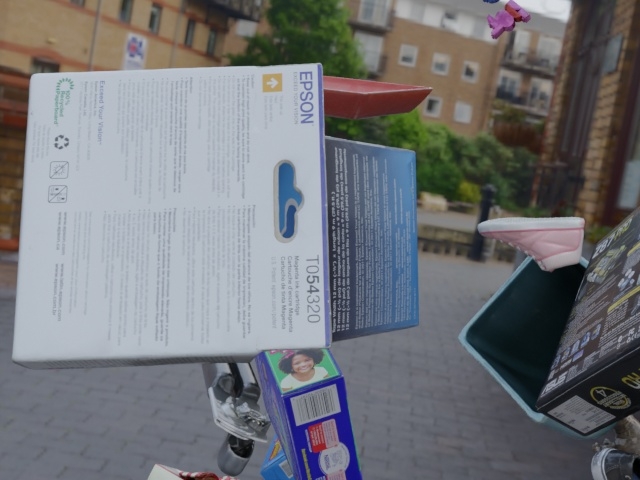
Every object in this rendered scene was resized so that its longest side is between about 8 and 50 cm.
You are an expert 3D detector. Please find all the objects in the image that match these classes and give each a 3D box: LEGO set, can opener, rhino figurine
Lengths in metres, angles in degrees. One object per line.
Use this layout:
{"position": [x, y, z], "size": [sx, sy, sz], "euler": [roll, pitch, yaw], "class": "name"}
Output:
{"position": [0.254, -0.445, 1.592], "size": [0.227, 0.093, 0.087], "euler": [48, 7, 23], "class": "LEGO set"}
{"position": [-0.129, 0.222, 1.216], "size": [0.076, 0.095, 0.283], "euler": [25, 5, -16], "class": "can opener"}
{"position": [0.577, 0.389, 1.694], "size": [0.106, 0.243, 0.073], "euler": [-18, 8, 44], "class": "rhino figurine"}

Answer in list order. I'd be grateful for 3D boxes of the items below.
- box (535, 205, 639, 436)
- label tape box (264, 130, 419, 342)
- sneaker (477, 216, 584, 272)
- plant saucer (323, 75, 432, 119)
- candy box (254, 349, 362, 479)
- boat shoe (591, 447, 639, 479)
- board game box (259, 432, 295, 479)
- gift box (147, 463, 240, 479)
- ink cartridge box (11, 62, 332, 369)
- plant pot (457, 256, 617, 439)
{"position": [0.446, 0.053, 1.161], "size": [0.097, 0.318, 0.395], "euler": [28, -32, -1], "class": "box"}
{"position": [0.000, 0.000, 1.145], "size": [0.115, 0.249, 0.347], "euler": [-1, 0, 35], "class": "label tape box"}
{"position": [0.264, 0.006, 1.131], "size": [0.134, 0.070, 0.051], "euler": [0, 11, 26], "class": "sneaker"}
{"position": [0.018, -0.238, 1.477], "size": [0.258, 0.048, 0.259], "euler": [12, 15, 28], "class": "plant saucer"}
{"position": [-0.036, 0.283, 1.664], "size": [0.122, 0.268, 0.317], "euler": [-16, 30, -11], "class": "candy box"}
{"position": [0.478, 0.380, 1.282], "size": [0.076, 0.229, 0.080], "euler": [-17, 24, 53], "class": "boat shoe"}
{"position": [0.002, 0.581, 2.102], "size": [0.308, 0.086, 0.302], "euler": [54, 9, -3], "class": "board game box"}
{"position": [-0.246, 0.647, 1.973], "size": [0.276, 0.258, 0.255], "euler": [19, -12, 25], "class": "gift box"}
{"position": [-0.155, -0.028, 0.975], "size": [0.329, 0.324, 0.071], "euler": [-1, -17, 1], "class": "ink cartridge box"}
{"position": [0.443, 0.192, 1.536], "size": [0.252, 0.248, 0.247], "euler": [35, 8, -38], "class": "plant pot"}
